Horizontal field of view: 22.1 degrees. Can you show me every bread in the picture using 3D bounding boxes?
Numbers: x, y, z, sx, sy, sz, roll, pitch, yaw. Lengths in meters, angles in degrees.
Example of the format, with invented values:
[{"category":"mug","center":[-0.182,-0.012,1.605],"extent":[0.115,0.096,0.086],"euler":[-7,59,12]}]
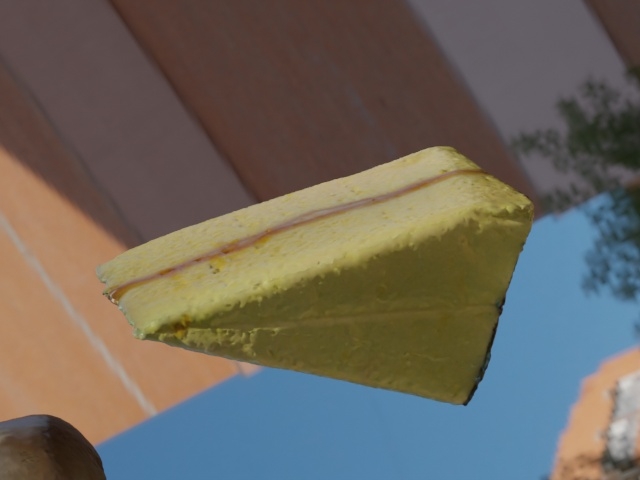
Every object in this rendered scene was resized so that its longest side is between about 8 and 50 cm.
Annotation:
[{"category":"bread","center":[-0.004,0.001,1.155],"extent":[0.264,0.163,0.167],"euler":[14,-168,-24]}]

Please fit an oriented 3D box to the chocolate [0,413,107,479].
[{"category":"chocolate","center":[-0.262,0.196,1.039],"extent":[0.080,0.254,0.157],"euler":[61,-179,-31]}]
